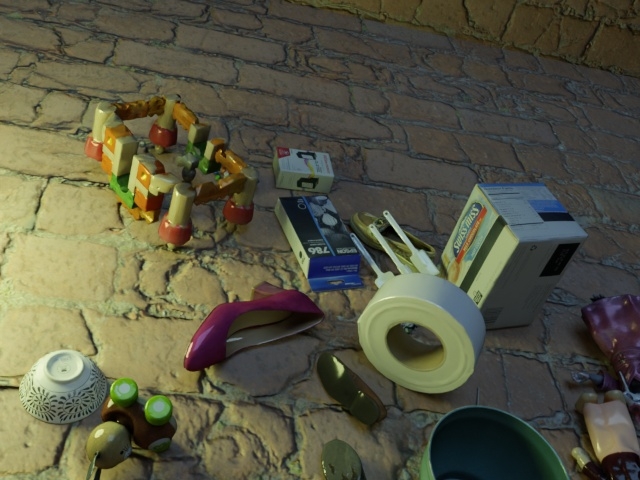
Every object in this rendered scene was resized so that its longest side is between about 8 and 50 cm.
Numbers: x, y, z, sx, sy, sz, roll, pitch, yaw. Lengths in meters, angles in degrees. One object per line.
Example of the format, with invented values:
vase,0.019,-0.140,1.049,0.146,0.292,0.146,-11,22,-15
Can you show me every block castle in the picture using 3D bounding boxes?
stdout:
block castle,-0.412,-0.191,1.876,0.303,0.213,0.453,-22,56,-43

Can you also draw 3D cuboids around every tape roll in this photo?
tape roll,0.234,0.218,1.600,0.286,0.286,0.100,27,41,10

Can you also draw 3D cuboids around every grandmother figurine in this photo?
grandmother figurine,0.694,0.508,1.576,0.208,0.104,0.342,-17,36,21

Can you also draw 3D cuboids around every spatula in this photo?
spatula,0.196,0.039,1.915,0.168,0.019,0.242,-33,69,-6

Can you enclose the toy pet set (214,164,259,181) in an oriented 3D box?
toy pet set,-0.247,-0.177,2.053,0.114,0.065,0.122,-26,45,3

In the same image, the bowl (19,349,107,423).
bowl,-0.521,0.279,1.395,0.170,0.080,0.170,12,41,-10

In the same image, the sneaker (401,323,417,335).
sneaker,0.210,0.224,1.772,0.098,0.038,0.069,-14,49,-33

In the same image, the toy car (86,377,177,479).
toy car,-0.375,0.385,1.286,0.149,0.155,0.188,25,50,8

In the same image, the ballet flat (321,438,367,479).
ballet flat,0.074,0.515,1.386,0.084,0.058,0.250,-25,48,-14

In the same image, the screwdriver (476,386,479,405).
screwdriver,0.378,0.411,1.640,0.025,0.024,0.170,-2,32,22

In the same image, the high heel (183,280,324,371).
high heel,-0.145,0.209,1.575,0.181,0.127,0.377,22,35,20

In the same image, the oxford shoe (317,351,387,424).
oxford shoe,0.071,0.341,1.579,0.212,0.076,0.076,45,17,31

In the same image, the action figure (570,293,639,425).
action figure,0.821,0.326,1.835,0.276,0.248,0.370,44,38,-40

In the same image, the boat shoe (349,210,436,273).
boat shoe,0.213,-0.012,2.001,0.285,0.089,0.104,34,43,18

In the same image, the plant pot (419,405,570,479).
plant pot,0.321,0.508,1.370,0.293,0.196,0.293,11,41,-10

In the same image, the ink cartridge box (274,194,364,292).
ink cartridge box,0.000,0.000,1.928,0.165,0.065,0.332,-5,46,-26

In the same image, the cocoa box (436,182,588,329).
cocoa box,0.496,0.043,1.849,0.231,0.347,0.228,-3,44,-23

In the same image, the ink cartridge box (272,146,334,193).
ink cartridge box,-0.054,-0.221,2.148,0.175,0.072,0.127,5,41,-16
